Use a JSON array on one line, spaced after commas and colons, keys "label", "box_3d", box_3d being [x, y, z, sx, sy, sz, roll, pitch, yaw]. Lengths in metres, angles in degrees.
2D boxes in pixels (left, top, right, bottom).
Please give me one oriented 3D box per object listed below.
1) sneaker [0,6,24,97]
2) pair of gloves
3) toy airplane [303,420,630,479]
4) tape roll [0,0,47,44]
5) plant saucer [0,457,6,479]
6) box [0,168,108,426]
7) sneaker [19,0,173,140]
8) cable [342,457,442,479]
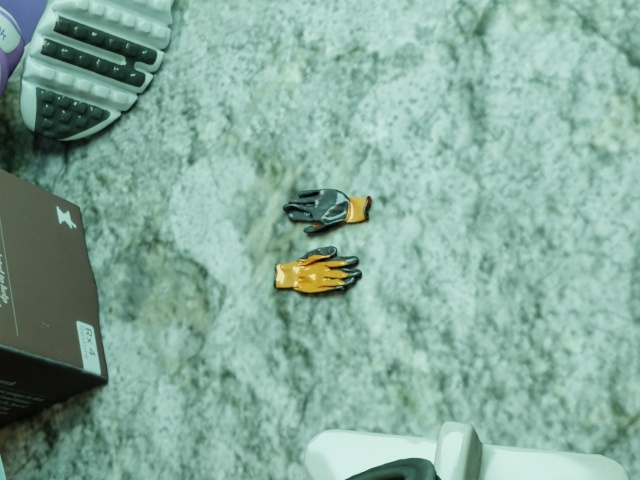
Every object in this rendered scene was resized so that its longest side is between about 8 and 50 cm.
[{"label": "sneaker", "box_3d": [-0.323, -0.101, 0.992, 0.282, 0.102, 0.161, -39, 28, 50]}, {"label": "pair of gloves", "box_3d": [0.000, 0.000, 0.864, 0.074, 0.010, 0.083, 0, 73, 28]}, {"label": "toy airplane", "box_3d": [0.060, 0.292, 0.616, 0.384, 0.272, 0.386, -27, 39, -17]}, {"label": "tape roll", "box_3d": [-0.336, -0.268, 1.091, 0.189, 0.080, 0.189, -9, 70, 26]}, {"label": "plant saucer", "box_3d": [-0.249, 0.285, 0.771, 0.317, 0.044, 0.317, -179, 90, -66]}, {"label": "box", "box_3d": [-0.310, 0.058, 0.917, 0.203, 0.167, 0.168, -25, 64, 19]}, {"label": "sneaker", "box_3d": [-0.184, -0.225, 0.995, 0.118, 0.110, 0.292, 30, 96, 58]}, {"label": "cable", "box_3d": [-0.062, 0.191, 0.589, 0.287, 0.139, 0.072, -23, 95, 2]}]
